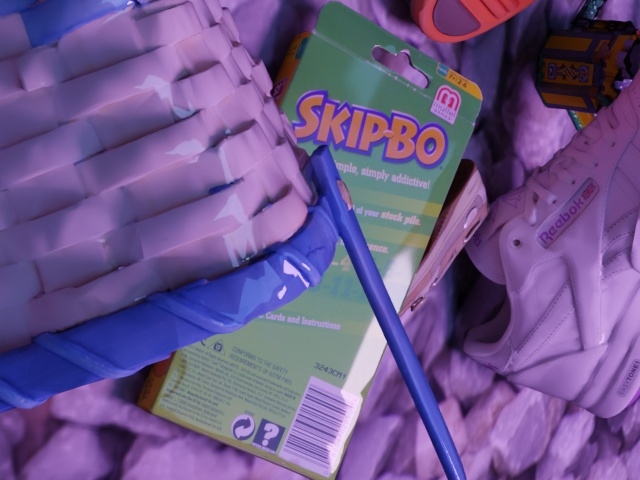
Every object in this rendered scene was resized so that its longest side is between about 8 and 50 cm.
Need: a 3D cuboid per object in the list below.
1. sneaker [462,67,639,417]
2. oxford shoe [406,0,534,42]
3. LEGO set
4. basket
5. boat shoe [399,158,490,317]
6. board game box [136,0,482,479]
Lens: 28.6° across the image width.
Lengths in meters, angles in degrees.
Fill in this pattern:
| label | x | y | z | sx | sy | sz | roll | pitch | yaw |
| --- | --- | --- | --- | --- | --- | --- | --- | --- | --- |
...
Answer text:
| label | x | y | z | sx | sy | sz | roll | pitch | yaw |
| --- | --- | --- | --- | --- | --- | --- | --- | --- | --- |
| sneaker | 0.184 | -0.022 | 0.848 | 0.114 | 0.152 | 0.305 | -67 | 172 | -68 |
| oxford shoe | 0.152 | -0.293 | 0.803 | 0.364 | 0.132 | 0.130 | -54 | 150 | 2 |
| LEGO set | 0.339 | -0.152 | 0.969 | 0.331 | 0.192 | 0.255 | -49 | 131 | -27 |
| basket | -0.093 | 0.030 | 0.503 | 0.201 | 0.254 | 0.289 | -71 | 145 | -78 |
| boat shoe | 0.065 | 0.012 | 0.824 | 0.153 | 0.056 | 0.048 | -56 | 129 | -31 |
| board game box | 0.000 | 0.000 | 0.736 | 0.124 | 0.039 | 0.259 | 27 | 82 | -24 |
